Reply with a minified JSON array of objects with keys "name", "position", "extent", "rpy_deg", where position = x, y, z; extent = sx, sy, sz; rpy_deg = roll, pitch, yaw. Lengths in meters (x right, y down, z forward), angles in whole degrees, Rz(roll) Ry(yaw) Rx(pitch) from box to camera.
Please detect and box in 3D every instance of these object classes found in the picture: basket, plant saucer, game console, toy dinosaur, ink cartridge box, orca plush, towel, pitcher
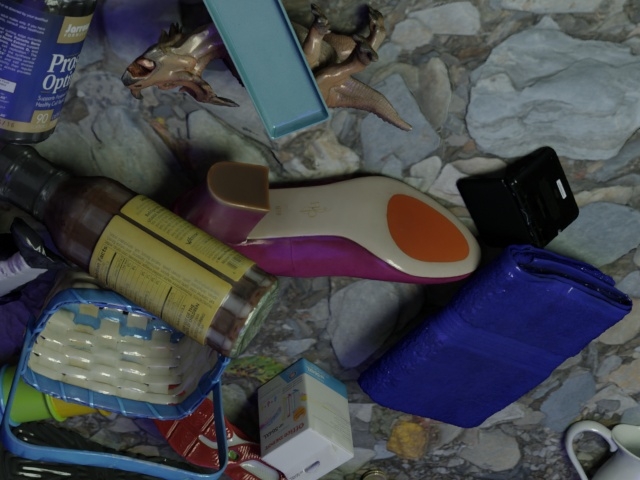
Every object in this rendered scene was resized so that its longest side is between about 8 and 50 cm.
[{"name":"basket","position":[-0.235,0.144,1.424],"extent":[0.255,0.288,0.201],"rpy_deg":[14,138,-21]},{"name":"plant saucer","position":[-0.052,-0.182,1.171],"extent":[0.067,0.018,0.192],"rpy_deg":[-20,130,7]},{"name":"game console","position":[0.243,-0.051,1.486],"extent":[0.107,0.071,0.122],"rpy_deg":[-40,130,-10]},{"name":"toy dinosaur","position":[-0.049,-0.181,1.273],"extent":[0.296,0.127,0.200],"rpy_deg":[29,123,-32]},{"name":"ink cartridge box","position":[-0.021,0.252,1.639],"extent":[0.092,0.143,0.090],"rpy_deg":[-37,125,24]},{"name":"orca plush","position":[-0.400,0.007,1.406],"extent":[0.151,0.102,0.287],"rpy_deg":[8,161,-33]},{"name":"towel","position":[0.219,0.124,1.570],"extent":[0.228,0.076,0.308],"rpy_deg":[20,130,-33]},{"name":"pitcher","position":[0.439,0.364,1.813],"extent":[0.178,0.125,0.207],"rpy_deg":[14,121,10]}]

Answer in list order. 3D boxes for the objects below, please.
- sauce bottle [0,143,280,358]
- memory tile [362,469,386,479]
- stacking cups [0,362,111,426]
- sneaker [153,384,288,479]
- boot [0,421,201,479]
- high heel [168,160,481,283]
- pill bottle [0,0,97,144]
[{"name":"sauce bottle","position":[-0.211,0.000,1.343],"extent":[0.344,0.111,0.111],"rpy_deg":[32,128,9]},{"name":"memory tile","position":[0.069,0.409,1.875],"extent":[0.113,0.012,0.148],"rpy_deg":[35,119,-30]},{"name":"stacking cups","position":[-0.433,0.215,1.601],"extent":[0.316,0.096,0.096],"rpy_deg":[-13,131,6]},{"name":"sneaker","position":[-0.144,0.286,1.697],"extent":[0.221,0.087,0.128],"rpy_deg":[39,167,2]},{"name":"boot","position":[-0.416,0.481,1.787],"extent":[0.367,0.146,0.445],"rpy_deg":[21,123,-23]},{"name":"high heel","position":[0.000,0.000,1.466],"extent":[0.377,0.127,0.181],"rpy_deg":[17,149,-20]},{"name":"pill bottle","position":[-0.293,-0.216,1.203],"extent":[0.123,0.122,0.219],"rpy_deg":[16,115,-19]}]
